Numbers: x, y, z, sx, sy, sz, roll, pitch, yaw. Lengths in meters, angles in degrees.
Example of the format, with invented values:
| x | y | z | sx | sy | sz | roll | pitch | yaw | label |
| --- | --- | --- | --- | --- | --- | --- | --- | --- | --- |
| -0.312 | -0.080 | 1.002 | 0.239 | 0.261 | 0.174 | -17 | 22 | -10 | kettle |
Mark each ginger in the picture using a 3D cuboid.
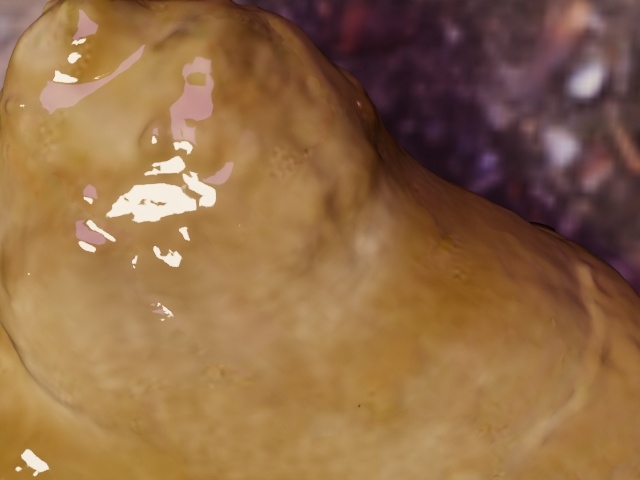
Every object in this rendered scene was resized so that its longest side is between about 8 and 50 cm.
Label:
| x | y | z | sx | sy | sz | roll | pitch | yaw | label |
| --- | --- | --- | --- | --- | --- | --- | --- | --- | --- |
| 0.004 | 0.002 | 0.481 | 0.193 | 0.122 | 0.115 | 7 | 46 | 1 | ginger |
